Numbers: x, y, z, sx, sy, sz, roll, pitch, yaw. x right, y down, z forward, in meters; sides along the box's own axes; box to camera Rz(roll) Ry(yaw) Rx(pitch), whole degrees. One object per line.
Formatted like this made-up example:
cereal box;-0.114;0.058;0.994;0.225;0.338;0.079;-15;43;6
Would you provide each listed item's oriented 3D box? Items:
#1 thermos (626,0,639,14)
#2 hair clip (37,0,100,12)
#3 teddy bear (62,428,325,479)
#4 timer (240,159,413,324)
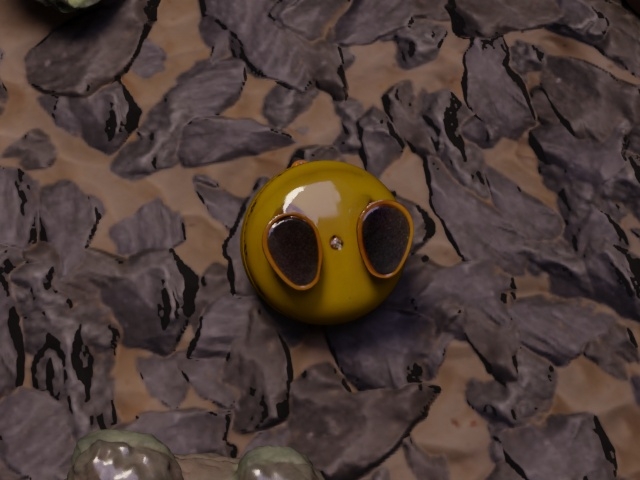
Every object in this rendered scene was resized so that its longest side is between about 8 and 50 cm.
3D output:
thermos;0.340;-0.255;1.067;0.265;0.146;0.176;-43;99;-18
hair clip;-0.177;-0.305;1.043;0.091;0.138;0.321;-9;49;40
teddy bear;-0.069;0.231;0.709;0.236;0.151;0.267;8;53;-19
timer;0.000;0.000;0.901;0.107;0.109;0.107;0;90;-12
